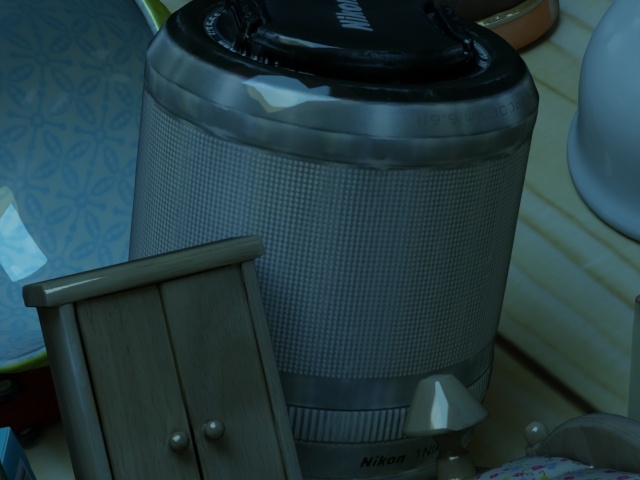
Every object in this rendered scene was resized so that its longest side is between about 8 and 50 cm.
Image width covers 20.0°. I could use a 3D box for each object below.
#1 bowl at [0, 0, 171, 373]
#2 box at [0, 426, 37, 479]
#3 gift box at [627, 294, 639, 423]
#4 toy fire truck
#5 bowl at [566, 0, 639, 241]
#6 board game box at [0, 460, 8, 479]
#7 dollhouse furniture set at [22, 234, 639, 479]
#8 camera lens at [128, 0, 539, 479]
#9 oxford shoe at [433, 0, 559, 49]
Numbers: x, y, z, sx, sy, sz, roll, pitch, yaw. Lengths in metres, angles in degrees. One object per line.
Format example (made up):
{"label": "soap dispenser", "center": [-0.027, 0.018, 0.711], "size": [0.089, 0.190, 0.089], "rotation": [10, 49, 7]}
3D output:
{"label": "bowl", "center": [-0.173, -0.047, 1.239], "size": [0.289, 0.156, 0.290], "rotation": [-6, 79, 29]}
{"label": "box", "center": [-0.292, 0.192, 1.129], "size": [0.244, 0.101, 0.060], "rotation": [-12, 35, 10]}
{"label": "gift box", "center": [0.262, 0.136, 0.809], "size": [0.276, 0.258, 0.255], "rotation": [-23, 36, -30]}
{"label": "toy fire truck", "center": [-0.238, 0.097, 1.269], "size": [0.192, 0.047, 0.135], "rotation": [-29, 34, -17]}
{"label": "bowl", "center": [0.301, -0.131, 1.241], "size": [0.297, 0.134, 0.298], "rotation": [-13, 37, 10]}
{"label": "board game box", "center": [-0.252, 0.223, 1.042], "size": [0.201, 0.136, 0.035], "rotation": [-23, 10, -4]}
{"label": "dollhouse furniture set", "center": [-0.025, 0.090, 0.753], "size": [0.303, 0.174, 0.355], "rotation": [-14, 3, -23]}
{"label": "camera lens", "center": [0.000, 0.000, 1.044], "size": [0.219, 0.274, 0.219], "rotation": [7, 22, -3]}
{"label": "oxford shoe", "center": [0.001, -0.192, 1.454], "size": [0.363, 0.133, 0.130], "rotation": [-17, 37, 4]}
